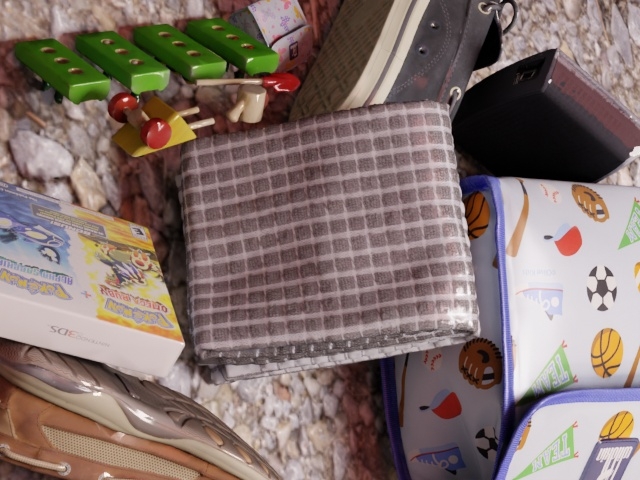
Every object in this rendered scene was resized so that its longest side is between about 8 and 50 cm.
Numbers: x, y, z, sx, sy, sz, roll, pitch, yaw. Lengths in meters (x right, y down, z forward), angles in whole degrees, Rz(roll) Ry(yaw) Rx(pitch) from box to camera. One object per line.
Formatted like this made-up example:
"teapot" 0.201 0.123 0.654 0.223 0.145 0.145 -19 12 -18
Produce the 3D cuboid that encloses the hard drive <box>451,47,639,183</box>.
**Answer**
"hard drive" 0.250 -0.121 1.384 0.172 0.254 0.054 39 72 -11

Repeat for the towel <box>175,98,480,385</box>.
"towel" 0.000 0.000 1.163 0.283 0.121 0.235 -9 77 6

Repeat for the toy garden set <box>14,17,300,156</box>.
"toy garden set" -0.141 -0.148 1.188 0.244 0.204 0.049 -15 128 -38

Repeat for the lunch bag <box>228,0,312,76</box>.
"lunch bag" -0.048 -0.227 1.340 0.071 0.053 0.083 -32 103 -37

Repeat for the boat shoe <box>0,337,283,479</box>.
"boat shoe" -0.169 0.190 1.084 0.324 0.123 0.116 32 92 -26

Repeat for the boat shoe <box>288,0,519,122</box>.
"boat shoe" 0.132 -0.264 1.407 0.156 0.186 0.500 40 60 -25

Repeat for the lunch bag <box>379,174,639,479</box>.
"lunch bag" 0.242 0.133 1.315 0.327 0.239 0.386 3 83 -38

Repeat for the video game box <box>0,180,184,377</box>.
"video game box" -0.232 0.025 1.059 0.205 0.048 0.187 18 28 -30
